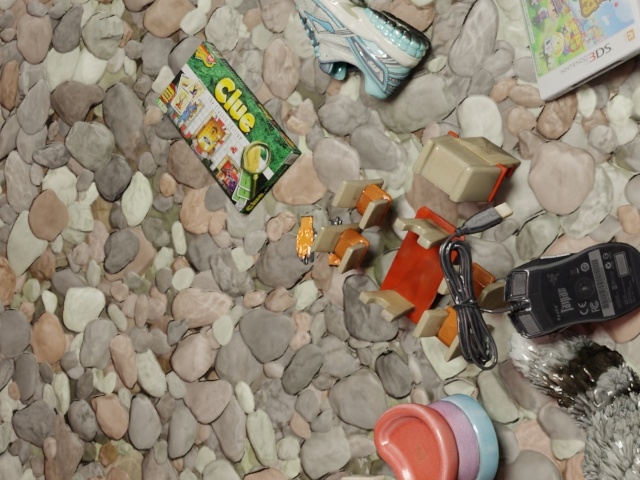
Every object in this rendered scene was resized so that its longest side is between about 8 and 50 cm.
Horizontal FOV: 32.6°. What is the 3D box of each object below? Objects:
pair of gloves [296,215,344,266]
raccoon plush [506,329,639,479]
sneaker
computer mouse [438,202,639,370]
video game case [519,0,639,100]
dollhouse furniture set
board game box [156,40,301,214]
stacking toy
[{"bbox_3d":[0.000,0.000,1.621,0.083,0.010,0.074,3,88,31],"label":"pair of gloves"},{"bbox_3d":[0.331,0.266,1.223,0.446,0.299,0.216,27,101,31],"label":"raccoon plush"},{"bbox_3d":[0.016,-0.304,1.578,0.283,0.110,0.122,39,110,28],"label":"sneaker"},{"bbox_3d":[0.267,0.034,1.356,0.262,0.060,0.184,-20,92,-10],"label":"computer mouse"},{"bbox_3d":[0.324,-0.309,1.382,0.193,0.023,0.212,-27,70,58],"label":"video game case"},{"bbox_3d":[0.157,-0.010,1.478,0.262,0.135,0.259,39,118,28],"label":"dollhouse furniture set"},{"bbox_3d":[-0.148,-0.179,1.718,0.136,0.030,0.260,-47,64,18],"label":"board game box"},{"bbox_3d":[0.175,0.372,1.453,0.279,0.130,0.309,-50,54,49],"label":"stacking toy"}]
